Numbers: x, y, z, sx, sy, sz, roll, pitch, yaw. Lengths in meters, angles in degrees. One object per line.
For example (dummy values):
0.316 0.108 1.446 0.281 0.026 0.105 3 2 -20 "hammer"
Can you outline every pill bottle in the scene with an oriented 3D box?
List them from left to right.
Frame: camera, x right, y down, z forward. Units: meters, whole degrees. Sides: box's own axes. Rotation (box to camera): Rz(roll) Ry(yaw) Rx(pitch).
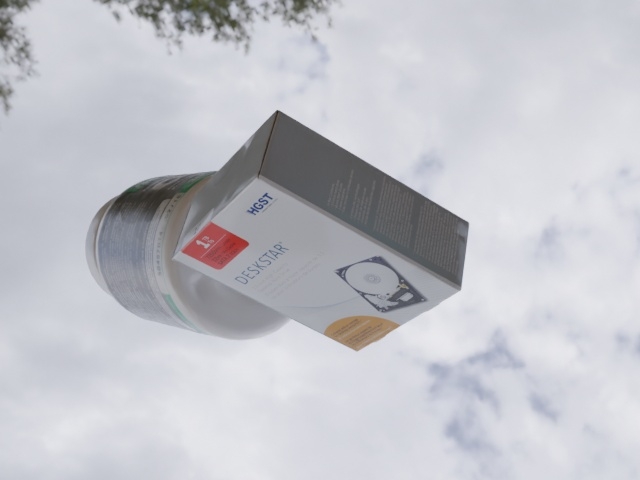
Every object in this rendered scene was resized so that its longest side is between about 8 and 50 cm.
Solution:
-0.174 0.014 1.241 0.204 0.204 0.361 -48 -156 -22 "pill bottle"

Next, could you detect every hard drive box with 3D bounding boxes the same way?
0.000 0.000 0.941 0.181 0.232 0.089 -39 -151 48 "hard drive box"
